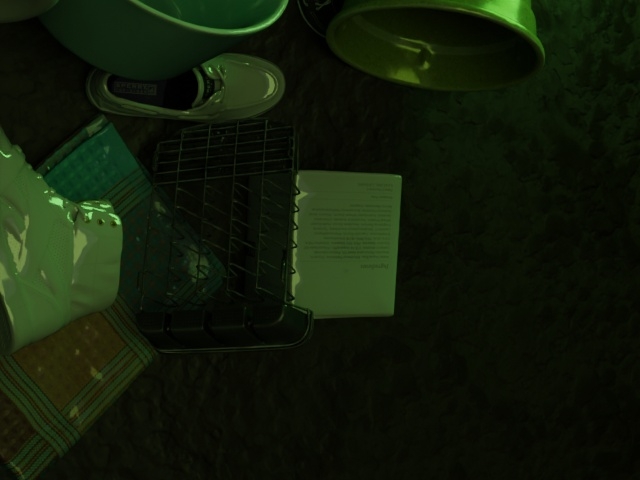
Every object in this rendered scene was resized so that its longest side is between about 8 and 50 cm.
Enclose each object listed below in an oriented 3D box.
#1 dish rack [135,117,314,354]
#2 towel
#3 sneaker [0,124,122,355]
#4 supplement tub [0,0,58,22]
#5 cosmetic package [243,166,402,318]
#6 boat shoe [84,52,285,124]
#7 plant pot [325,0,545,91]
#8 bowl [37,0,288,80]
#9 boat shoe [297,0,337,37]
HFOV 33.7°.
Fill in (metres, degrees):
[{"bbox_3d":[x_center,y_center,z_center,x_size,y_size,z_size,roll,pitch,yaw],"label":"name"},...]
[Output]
[{"bbox_3d":[-0.112,-0.009,1.232,0.074,0.208,0.271,44,45,-64],"label":"dish rack"},{"bbox_3d":[-0.291,0.063,1.219,0.370,0.040,0.271,-49,115,-33],"label":"towel"},{"bbox_3d":[-0.310,-0.043,1.134,0.169,0.108,0.292,-23,108,-41],"label":"sneaker"},{"bbox_3d":[-0.317,-0.373,0.916,0.228,0.228,0.316,10,79,-27],"label":"supplement tub"},{"bbox_3d":[0.000,0.000,1.354,0.151,0.151,0.183,1,94,-26],"label":"cosmetic package"},{"bbox_3d":[-0.153,-0.184,1.293,0.258,0.084,0.095,-9,100,-25],"label":"boat shoe"},{"bbox_3d":[0.162,-0.357,1.351,0.276,0.276,0.254,15,78,-27],"label":"plant pot"},{"bbox_3d":[-0.205,-0.301,1.172,0.311,0.163,0.311,22,47,-26],"label":"bowl"},{"bbox_3d":[-0.007,-0.323,1.375,0.046,0.038,0.125,-32,109,-20],"label":"boat shoe"}]
